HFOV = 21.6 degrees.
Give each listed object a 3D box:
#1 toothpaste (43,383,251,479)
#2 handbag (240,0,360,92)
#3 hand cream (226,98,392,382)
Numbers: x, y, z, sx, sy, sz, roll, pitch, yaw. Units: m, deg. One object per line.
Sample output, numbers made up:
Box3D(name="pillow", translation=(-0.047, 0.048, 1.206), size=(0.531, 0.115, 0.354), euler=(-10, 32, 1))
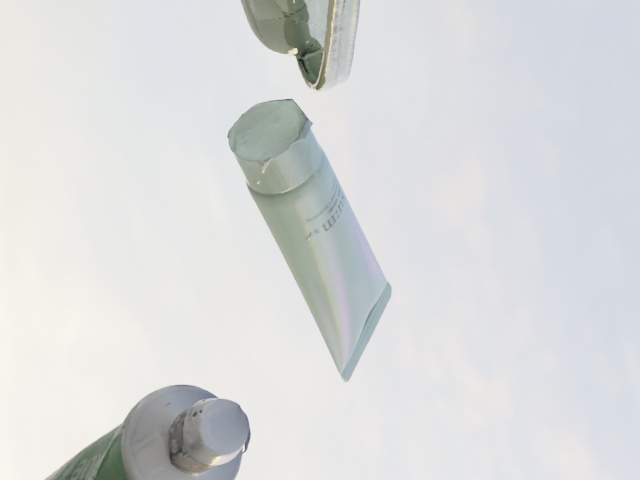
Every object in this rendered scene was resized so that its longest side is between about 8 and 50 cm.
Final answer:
Box3D(name="toothpaste", translation=(-0.094, 0.108, 0.683), size=(0.047, 0.078, 0.248), euler=(49, -36, -3))
Box3D(name="handbag", translation=(-0.010, -0.199, 0.900), size=(0.256, 0.079, 0.219), euler=(92, -16, -59))
Box3D(name="hand cream", translation=(0.000, 0.000, 1.022), size=(0.050, 0.078, 0.205), euler=(7, -35, 29))
